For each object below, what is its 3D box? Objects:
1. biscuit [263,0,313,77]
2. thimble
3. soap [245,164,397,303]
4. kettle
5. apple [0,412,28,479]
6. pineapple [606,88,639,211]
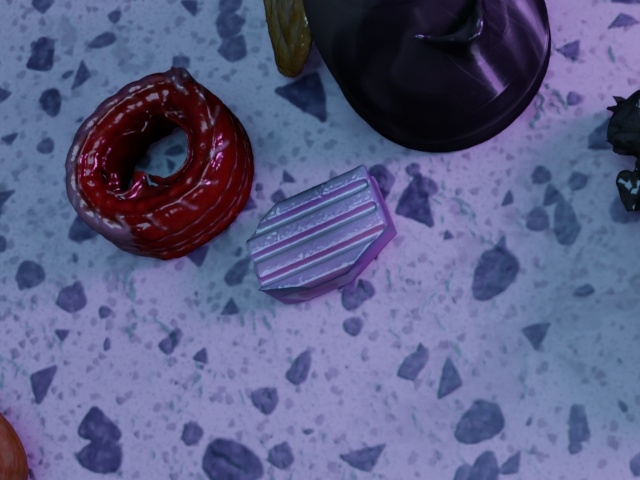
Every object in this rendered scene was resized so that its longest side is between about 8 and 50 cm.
[{"bbox_3d":[-0.041,-0.293,1.619,0.029,0.118,0.247,-4,73,-17],"label":"biscuit"},{"bbox_3d":[-0.165,-0.074,1.589,0.163,0.125,0.189,43,90,18],"label":"thimble"},{"bbox_3d":[0.000,0.000,1.560,0.149,0.056,0.100,-24,70,8],"label":"soap"},{"bbox_3d":[0.066,-0.268,1.465,0.228,0.324,0.321,-38,70,4],"label":"kettle"},{"bbox_3d":[-0.374,0.229,1.562,0.146,0.146,0.131,-47,69,1],"label":"apple"},{"bbox_3d":[0.389,-0.052,1.403,0.223,0.223,0.357,-42,59,2],"label":"pineapple"}]
